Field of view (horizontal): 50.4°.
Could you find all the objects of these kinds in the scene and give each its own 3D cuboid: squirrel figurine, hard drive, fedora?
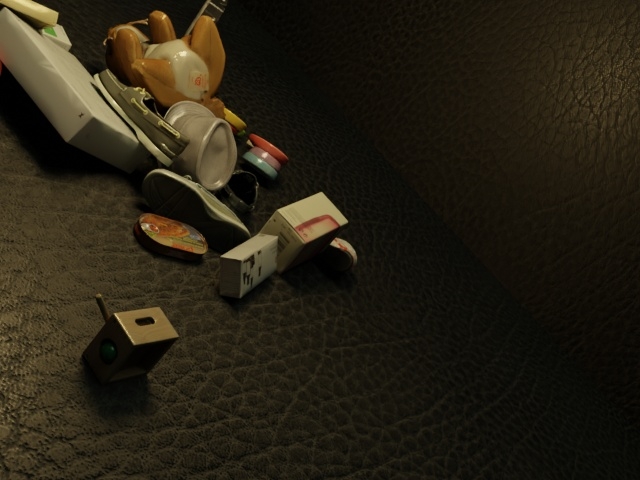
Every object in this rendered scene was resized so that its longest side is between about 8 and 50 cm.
[{"bbox_3d":[-0.460,-0.455,1.961,0.370,0.281,0.397,19,-30,36],"label":"squirrel figurine"},{"bbox_3d":[-0.434,-0.679,2.308,0.064,0.339,0.237,32,25,-19],"label":"hard drive"},{"bbox_3d":[-0.305,-0.233,1.794,0.124,0.276,0.243,4,-16,39],"label":"fedora"}]

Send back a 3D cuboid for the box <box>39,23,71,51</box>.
[{"bbox_3d":[-0.742,-0.528,1.827,0.087,0.102,0.101,17,32,-51],"label":"box"}]

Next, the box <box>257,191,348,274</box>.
[{"bbox_3d":[-0.055,-0.023,1.924,0.127,0.149,0.232,48,35,11],"label":"box"}]

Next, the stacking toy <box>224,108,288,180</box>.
[{"bbox_3d":[-0.275,-0.308,2.268,0.309,0.130,0.279,37,-4,-21],"label":"stacking toy"}]

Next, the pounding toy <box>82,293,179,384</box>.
[{"bbox_3d":[-0.341,0.166,1.177,0.100,0.130,0.141,50,23,20],"label":"pounding toy"}]

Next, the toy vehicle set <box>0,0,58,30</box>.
[{"bbox_3d":[-0.789,-0.555,1.664,0.266,0.035,0.166,5,-6,39],"label":"toy vehicle set"}]

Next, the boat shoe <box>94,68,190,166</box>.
[{"bbox_3d":[-0.445,-0.321,1.694,0.305,0.091,0.109,49,3,10],"label":"boat shoe"}]

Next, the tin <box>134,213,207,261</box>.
[{"bbox_3d":[-0.352,-0.005,1.603,0.189,0.040,0.106,19,27,-44],"label":"tin"}]

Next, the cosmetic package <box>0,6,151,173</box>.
[{"bbox_3d":[-0.603,-0.352,1.641,0.377,0.097,0.284,48,2,16],"label":"cosmetic package"}]

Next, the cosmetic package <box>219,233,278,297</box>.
[{"bbox_3d":[-0.172,0.059,1.686,0.060,0.099,0.239,10,17,15],"label":"cosmetic package"}]

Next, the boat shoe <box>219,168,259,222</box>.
[{"bbox_3d":[-0.231,-0.143,1.956,0.127,0.113,0.340,37,22,-10],"label":"boat shoe"}]

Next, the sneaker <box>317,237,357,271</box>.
[{"bbox_3d":[0.000,0.001,2.124,0.270,0.090,0.145,39,8,11],"label":"sneaker"}]

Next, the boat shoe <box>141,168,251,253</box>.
[{"bbox_3d":[-0.311,-0.078,1.714,0.320,0.118,0.103,33,17,-31],"label":"boat shoe"}]
